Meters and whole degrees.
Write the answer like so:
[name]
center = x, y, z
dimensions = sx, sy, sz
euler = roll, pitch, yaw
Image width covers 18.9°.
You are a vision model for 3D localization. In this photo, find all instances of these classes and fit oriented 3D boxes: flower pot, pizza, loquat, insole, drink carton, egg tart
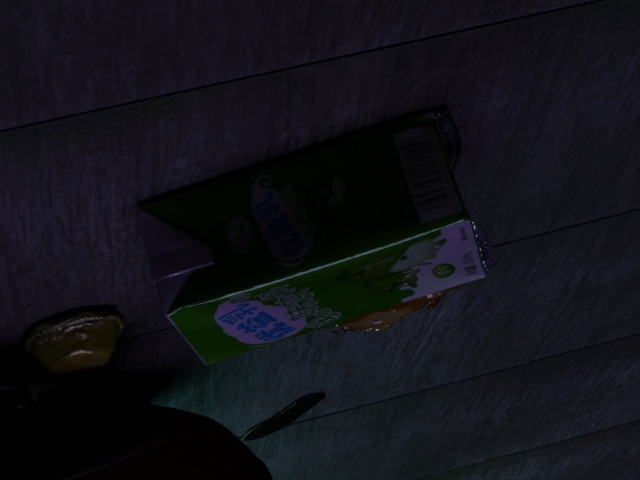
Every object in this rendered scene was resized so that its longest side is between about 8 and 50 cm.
[flower pot]
center = -0.268, 0.188, 1.795
dimensions = 0.251, 0.084, 0.179
euler = -18, 179, -29
[pizza]
center = 0.056, 0.040, 1.808
dimensions = 0.154, 0.069, 0.194
euler = -14, 167, -9
[loquat]
center = -0.180, 0.328, 2.024
dimensions = 0.328, 0.328, 0.328
euler = -15, 161, -5
[insole]
center = -0.044, 0.212, 2.293
dimensions = 0.053, 0.002, 0.153
euler = -3, 157, -35
[drink carton]
center = 0.000, 0.000, 1.586
dimensions = 0.271, 0.108, 0.161
euler = -17, 159, 3
[egg tart]
center = -0.225, 0.097, 1.768
dimensions = 0.105, 0.039, 0.105
euler = -13, 160, -5

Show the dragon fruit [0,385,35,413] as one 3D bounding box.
[dragon fruit]
center = -0.374, 0.225, 1.911
dimensions = 0.246, 0.125, 0.125
euler = -41, 153, 11
